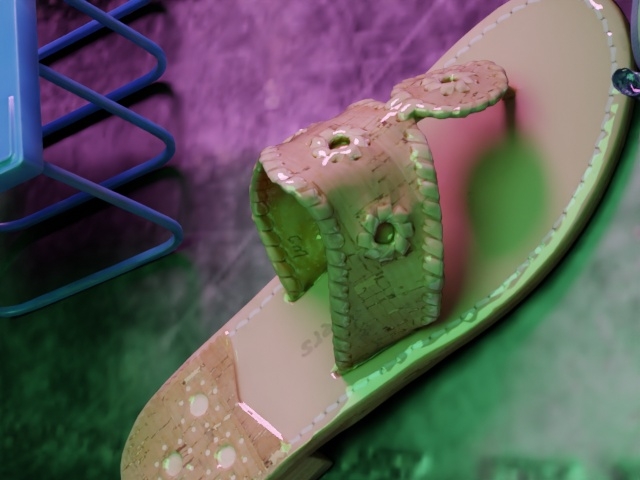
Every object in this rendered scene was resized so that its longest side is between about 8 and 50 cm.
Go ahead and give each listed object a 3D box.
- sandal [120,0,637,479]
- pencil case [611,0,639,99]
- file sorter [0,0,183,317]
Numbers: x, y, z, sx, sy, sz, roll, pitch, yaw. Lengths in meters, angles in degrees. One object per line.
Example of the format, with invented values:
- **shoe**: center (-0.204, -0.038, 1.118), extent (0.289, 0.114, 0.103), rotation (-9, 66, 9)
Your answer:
- **sandal**: center (0.004, 0.004, 0.474), extent (0.240, 0.079, 0.088), rotation (-49, 53, 11)
- **pencil case**: center (0.176, -0.062, 0.369), extent (0.206, 0.088, 0.086), rotation (16, 85, 37)
- **file sorter**: center (-0.127, -0.068, 0.578), extent (0.118, 0.104, 0.170), rotation (-22, 61, 29)
